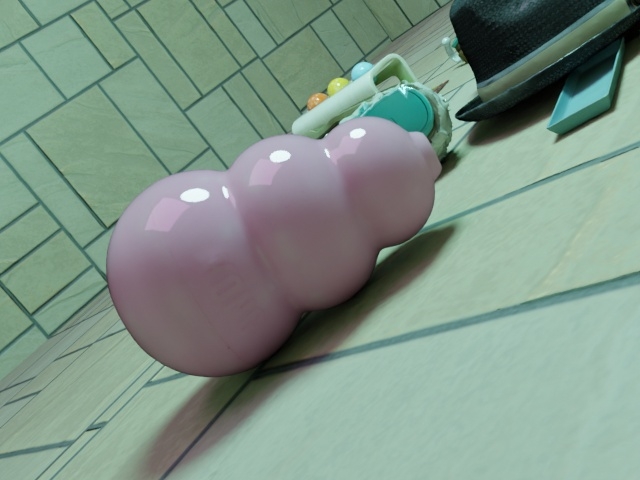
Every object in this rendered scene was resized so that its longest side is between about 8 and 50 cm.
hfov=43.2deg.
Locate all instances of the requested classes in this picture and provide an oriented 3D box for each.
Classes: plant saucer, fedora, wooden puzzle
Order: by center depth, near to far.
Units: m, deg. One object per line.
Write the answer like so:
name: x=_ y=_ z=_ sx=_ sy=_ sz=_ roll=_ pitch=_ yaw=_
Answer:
plant saucer: x=0.283 y=-0.163 z=0.846 sx=0.067 sy=0.018 sz=0.192 roll=-30 pitch=15 yaw=36
fedora: x=0.273 y=-0.292 z=1.000 sx=0.334 sy=0.152 sz=0.334 roll=-35 pitch=6 yaw=5
wooden puzzle: x=0.217 y=-0.288 z=1.580 sx=0.049 sy=0.006 sz=0.083 roll=-26 pitch=16 yaw=47

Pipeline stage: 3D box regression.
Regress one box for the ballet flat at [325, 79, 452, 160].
ballet flat: x=0.003 y=-0.046 z=1.052 sx=0.409 sy=0.147 sz=0.147 roll=-32 pitch=12 yaw=12

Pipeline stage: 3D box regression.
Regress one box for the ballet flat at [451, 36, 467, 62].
ballet flat: x=0.310 y=-0.372 z=1.151 sx=0.116 sy=0.124 sz=0.342 roll=-58 pitch=-3 yaw=-43

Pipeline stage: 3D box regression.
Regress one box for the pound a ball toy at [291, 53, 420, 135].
pound a ball toy: x=0.074 y=-0.298 z=1.739 sx=0.319 sy=0.135 sz=0.208 roll=-23 pitch=19 yaw=51

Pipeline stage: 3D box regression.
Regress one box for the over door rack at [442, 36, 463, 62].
over door rack: x=0.380 y=-0.465 z=1.527 sx=0.239 sy=0.108 sz=0.324 roll=-41 pitch=12 yaw=-11

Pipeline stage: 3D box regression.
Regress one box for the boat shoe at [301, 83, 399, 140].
boat shoe: x=0.061 y=-0.165 z=1.329 sx=0.113 sy=0.103 sz=0.302 roll=-30 pitch=4 yaw=-34

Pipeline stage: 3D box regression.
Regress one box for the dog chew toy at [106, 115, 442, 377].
dog chew toy: x=-0.037 y=-0.007 z=0.790 sx=0.332 sy=0.206 sz=0.206 roll=-28 pitch=12 yaw=6
